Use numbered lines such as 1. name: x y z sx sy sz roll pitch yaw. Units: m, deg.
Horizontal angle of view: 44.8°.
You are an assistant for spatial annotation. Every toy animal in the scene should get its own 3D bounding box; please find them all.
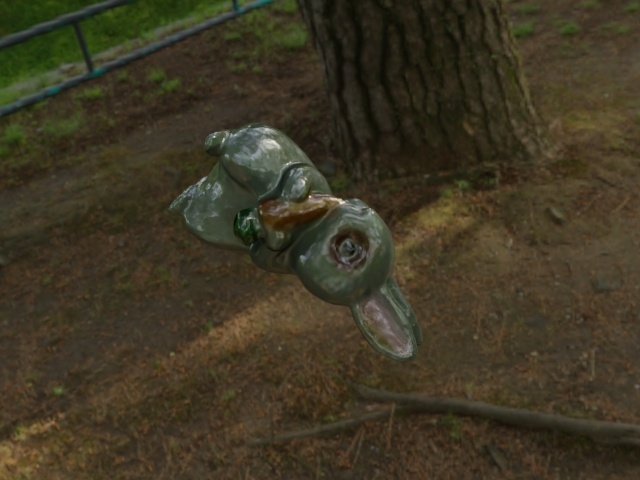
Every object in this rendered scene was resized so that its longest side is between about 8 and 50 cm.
1. toy animal: -0.001 -0.010 0.640 0.236 0.108 0.138 28 31 6
